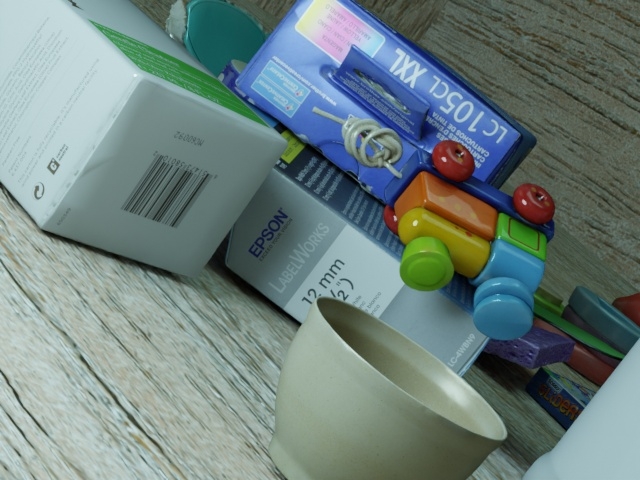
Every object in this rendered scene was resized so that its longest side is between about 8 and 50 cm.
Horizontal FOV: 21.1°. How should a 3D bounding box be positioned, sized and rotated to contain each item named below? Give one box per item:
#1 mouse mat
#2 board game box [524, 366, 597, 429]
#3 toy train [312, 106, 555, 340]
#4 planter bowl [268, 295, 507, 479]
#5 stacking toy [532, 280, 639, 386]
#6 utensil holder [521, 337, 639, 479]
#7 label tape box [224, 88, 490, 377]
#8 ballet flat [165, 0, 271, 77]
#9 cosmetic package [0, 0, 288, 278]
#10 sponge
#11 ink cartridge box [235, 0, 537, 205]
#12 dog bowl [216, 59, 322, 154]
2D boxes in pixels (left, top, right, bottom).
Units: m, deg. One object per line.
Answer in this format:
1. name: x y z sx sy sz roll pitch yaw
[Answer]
1. mouse mat: 0.215 0.072 1.648 0.190 0.007 0.153 31 5 25
2. board game box: 0.337 0.228 1.946 0.136 0.035 0.201 26 13 -43
3. toy train: 0.089 -0.015 1.517 0.248 0.105 0.143 27 38 -15
4. planter bowl: 0.032 0.128 1.184 0.162 0.109 0.162 34 11 -7
5. stacking toy: 0.376 0.087 2.469 0.279 0.130 0.309 39 10 19
6. utensil holder: 0.418 0.163 1.505 0.328 0.385 0.327 33 11 -7
7. label tape box: 0.000 0.000 1.661 0.348 0.115 0.249 35 10 -1
8. ballet flat: -0.116 -0.238 2.465 0.147 0.147 0.409 43 10 38
9. cosmetic package: -0.225 -0.141 1.473 0.197 0.155 0.365 20 19 -51
10. sponge: 0.222 0.115 2.012 0.117 0.031 0.210 18 4 19
11. ink cartridge box: 0.077 -0.134 1.823 0.270 0.151 0.395 38 10 6
12. dog bowl: -0.031 -0.105 2.089 0.265 0.104 0.265 34 10 -7
